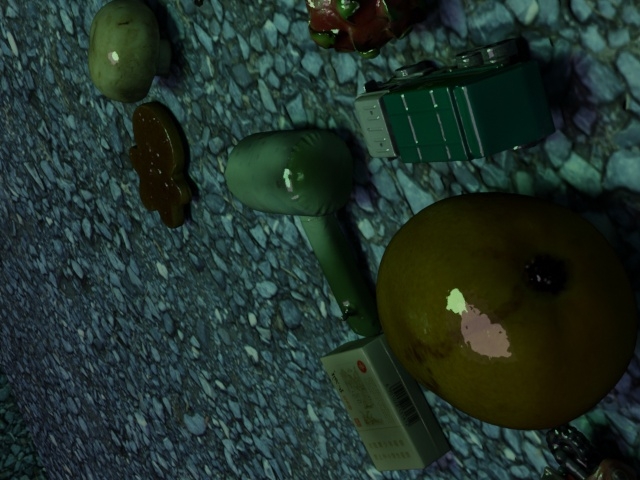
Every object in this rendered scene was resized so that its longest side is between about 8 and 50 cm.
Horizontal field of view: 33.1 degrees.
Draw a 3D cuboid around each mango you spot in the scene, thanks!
[{"bbox_3d":[0.183,0.076,1.186,0.263,0.221,0.378,60,159,-4],"label":"mango"}]

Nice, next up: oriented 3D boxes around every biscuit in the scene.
[{"bbox_3d":[-0.278,-0.133,1.883,0.180,0.039,0.236,41,143,35],"label":"biscuit"}]

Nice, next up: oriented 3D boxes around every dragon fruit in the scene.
[{"bbox_3d":[0.032,-0.278,1.218,0.137,0.135,0.236,66,168,-19],"label":"dragon fruit"}]

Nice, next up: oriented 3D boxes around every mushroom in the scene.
[{"bbox_3d":[-0.301,-0.300,1.704,0.166,0.127,0.166,5,96,62],"label":"mushroom"}]

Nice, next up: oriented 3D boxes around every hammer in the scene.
[{"bbox_3d":[0.000,0.000,1.517,0.206,0.119,0.335,6,125,57],"label":"hammer"}]

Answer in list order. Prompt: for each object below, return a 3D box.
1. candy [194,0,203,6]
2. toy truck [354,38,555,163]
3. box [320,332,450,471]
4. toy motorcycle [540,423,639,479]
[{"bbox_3d":[-0.178,-0.449,1.399,0.155,0.116,0.265,23,133,48],"label":"candy"},{"bbox_3d":[0.143,-0.141,1.163,0.253,0.124,0.114,2,113,54],"label":"toy truck"},{"bbox_3d":[0.094,0.243,1.606,0.201,0.058,0.141,61,150,-1],"label":"box"},{"bbox_3d":[0.326,0.313,1.291,0.118,0.084,0.212,26,142,43],"label":"toy motorcycle"}]
